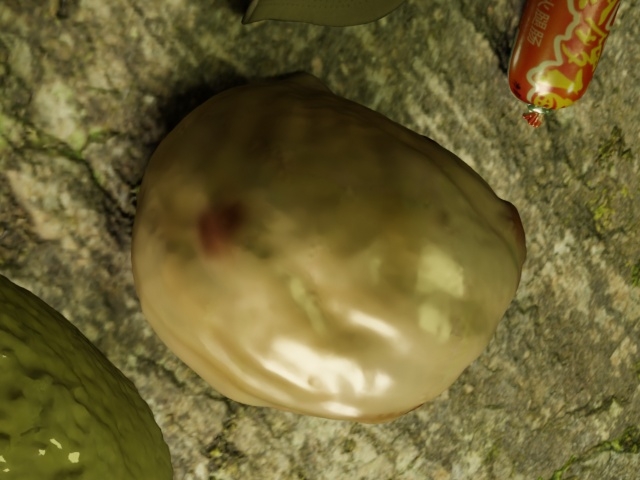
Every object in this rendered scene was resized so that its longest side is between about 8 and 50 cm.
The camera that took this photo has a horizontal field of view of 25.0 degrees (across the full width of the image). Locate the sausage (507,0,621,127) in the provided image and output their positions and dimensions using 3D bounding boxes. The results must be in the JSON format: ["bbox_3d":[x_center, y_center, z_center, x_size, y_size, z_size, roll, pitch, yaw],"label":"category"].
[{"bbox_3d":[0.201,-0.206,1.100,0.083,0.083,0.264,-11,127,-40],"label":"sausage"}]

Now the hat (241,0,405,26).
[{"bbox_3d":[0.005,-0.225,0.909,0.166,0.144,0.173,-8,168,-44],"label":"hat"}]

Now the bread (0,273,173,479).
[{"bbox_3d":[-0.246,0.149,0.740,0.237,0.320,0.320,20,103,-55],"label":"bread"}]

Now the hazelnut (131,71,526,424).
[{"bbox_3d":[0.000,0.000,0.969,0.261,0.261,0.241,21,71,-51],"label":"hazelnut"}]
